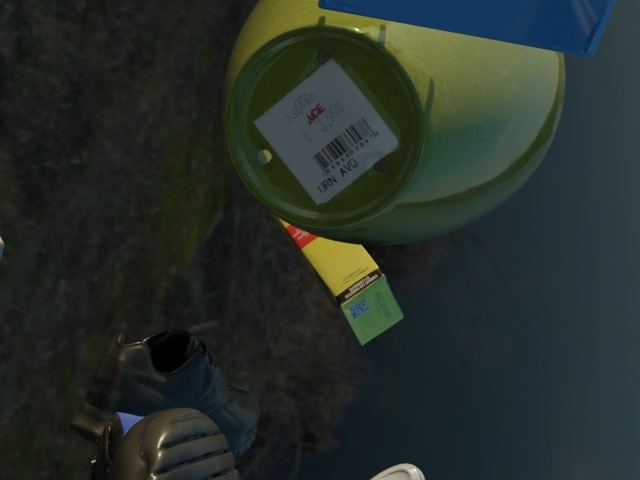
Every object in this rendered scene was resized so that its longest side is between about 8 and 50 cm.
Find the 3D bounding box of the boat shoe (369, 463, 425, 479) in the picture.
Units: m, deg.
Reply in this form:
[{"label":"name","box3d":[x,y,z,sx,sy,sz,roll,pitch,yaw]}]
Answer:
[{"label":"boat shoe","box3d":[0.051,0.373,1.703,0.226,0.083,0.075,-43,144,-17]}]

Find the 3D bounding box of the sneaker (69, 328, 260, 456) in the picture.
[{"label":"sneaker","box3d":[-0.141,0.160,1.374,0.286,0.109,0.130,13,94,-64]}]

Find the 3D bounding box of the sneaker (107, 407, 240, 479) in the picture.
[{"label":"sneaker","box3d":[-0.119,0.235,0.588,0.122,0.146,0.330,14,83,-68]}]

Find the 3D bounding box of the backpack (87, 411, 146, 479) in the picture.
[{"label":"backpack","box3d":[-0.140,0.204,1.059,0.101,0.120,0.098,16,104,-26]}]

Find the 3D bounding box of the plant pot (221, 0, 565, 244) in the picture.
[{"label":"plant pot","box3d":[0.038,-0.106,0.976,0.293,0.275,0.274,-44,132,-72]}]

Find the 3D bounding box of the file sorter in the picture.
[{"label":"file sorter","box3d":[0.096,-0.200,0.768,0.118,0.170,0.104,102,-2,-54]}]

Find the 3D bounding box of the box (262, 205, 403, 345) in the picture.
[{"label":"box","box3d":[0.000,0.000,1.378,0.058,0.232,0.087,-33,142,-4]}]

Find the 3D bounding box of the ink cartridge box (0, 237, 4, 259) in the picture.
[{"label":"ink cartridge box","box3d":[-0.433,-0.045,0.946,0.371,0.176,0.069,15,107,-31]}]
